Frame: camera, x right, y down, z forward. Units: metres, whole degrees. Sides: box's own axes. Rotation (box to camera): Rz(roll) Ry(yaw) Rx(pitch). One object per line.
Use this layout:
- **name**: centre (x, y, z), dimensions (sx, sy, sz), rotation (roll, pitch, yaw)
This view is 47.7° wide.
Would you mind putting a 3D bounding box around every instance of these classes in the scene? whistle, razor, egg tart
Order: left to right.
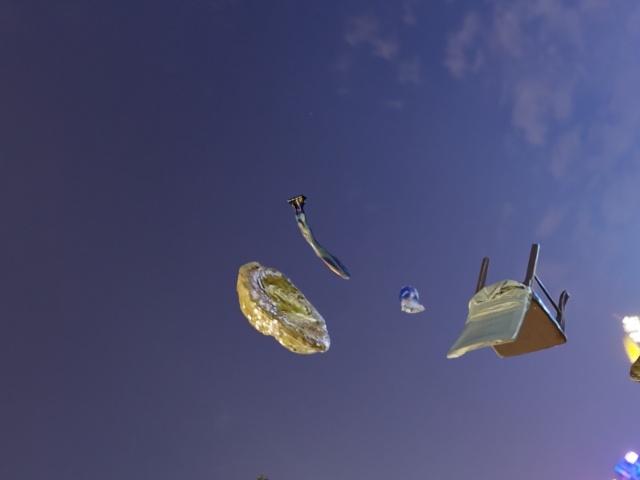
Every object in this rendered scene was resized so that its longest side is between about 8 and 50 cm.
- **egg tart**: centre (-0.084, 0.148, 1.454), dimensions (0.098, 0.232, 0.252), rotation (-47, -48, 10)
- **razor**: centre (-0.003, 0.002, 1.103), dimensions (0.028, 0.044, 0.154), rotation (-42, -74, -31)
- **whistle**: centre (0.131, 0.085, 1.055), dimensions (0.083, 0.033, 0.029), rotation (-90, 6, -70)

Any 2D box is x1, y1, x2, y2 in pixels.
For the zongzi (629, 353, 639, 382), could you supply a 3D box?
- **zongzi**: centre (0.839, 0.315, 1.462), dimensions (0.289, 0.317, 0.154), rotation (46, -116, -17)

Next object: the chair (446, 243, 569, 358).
- **chair**: centre (0.394, 0.169, 1.482), dimensions (0.186, 0.160, 0.319), rotation (54, -141, -21)

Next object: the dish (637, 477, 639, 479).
- **dish**: centre (0.308, 0.204, 0.541), dimensions (0.212, 0.077, 0.151), rotation (-22, -57, -35)

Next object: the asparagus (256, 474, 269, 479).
- **asparagus**: centre (-0.056, 0.276, 0.792), dimensions (0.015, 0.018, 0.127), rotation (-18, -3, -13)
